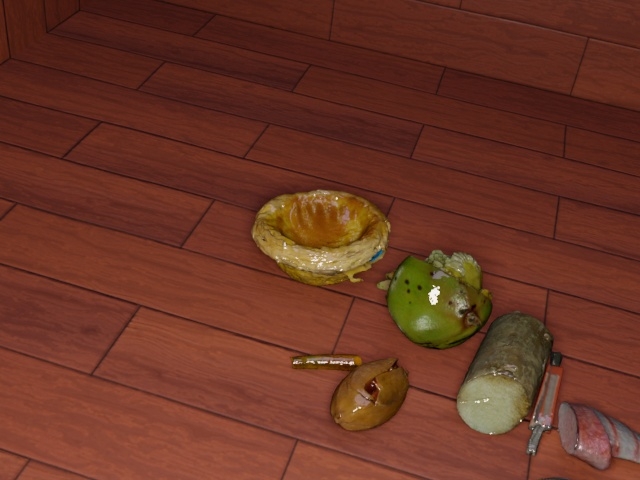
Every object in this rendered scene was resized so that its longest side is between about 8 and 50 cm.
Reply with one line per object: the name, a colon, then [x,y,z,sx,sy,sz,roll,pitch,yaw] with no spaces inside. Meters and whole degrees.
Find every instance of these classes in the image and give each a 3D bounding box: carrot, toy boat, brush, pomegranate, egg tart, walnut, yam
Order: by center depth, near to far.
walnut: [0.115,0.345,1.841,0.137,0.137,0.245,34,36,30]
toy boat: [0.677,0.453,1.850,0.282,0.096,0.206,16,23,-4]
brush: [0.526,0.380,1.917,0.051,0.070,0.323,19,42,16]
yam: [0.435,0.302,1.927,0.168,0.168,0.304,21,38,16]
carrot: [0.013,0.291,1.959,0.170,0.042,0.042,0,38,-6]
pomegranate: [0.272,0.140,2.054,0.260,0.261,0.340,-18,14,-30]
egg tart: [0.000,0.000,2.227,0.387,0.169,0.388,4,35,-3]

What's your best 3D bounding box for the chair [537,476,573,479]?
chair: [0.437,0.563,1.554,0.174,0.213,0.149,13,32,8]
